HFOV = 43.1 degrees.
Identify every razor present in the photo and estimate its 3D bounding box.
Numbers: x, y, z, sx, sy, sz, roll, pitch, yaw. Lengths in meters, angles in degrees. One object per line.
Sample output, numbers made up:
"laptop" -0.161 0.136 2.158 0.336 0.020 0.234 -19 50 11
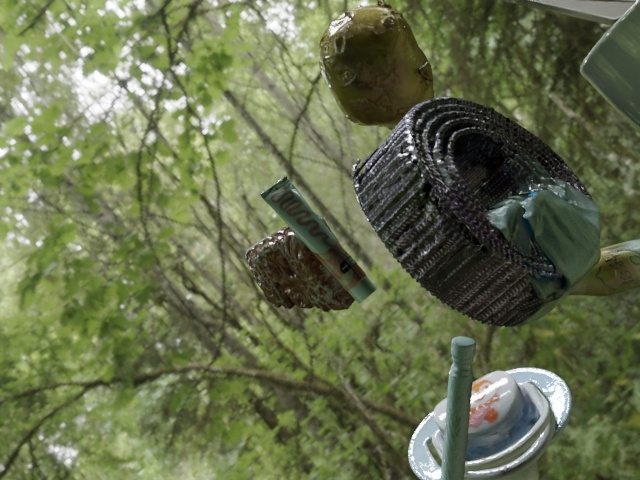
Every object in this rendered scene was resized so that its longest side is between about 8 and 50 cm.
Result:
"razor" 0.140 0.213 0.858 0.068 0.106 0.232 -8 -72 -28

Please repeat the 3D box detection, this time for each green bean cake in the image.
"green bean cake" -0.043 0.061 1.668 0.097 0.198 0.233 -35 9 -39

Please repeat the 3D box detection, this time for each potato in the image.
"potato" 0.115 -0.382 1.838 0.246 0.299 0.196 -26 3 26

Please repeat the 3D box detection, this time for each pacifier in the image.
"pacifier" 0.310 0.357 1.391 0.299 0.233 0.244 -30 28 2

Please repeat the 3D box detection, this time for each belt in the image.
"belt" 0.184 -0.038 0.895 0.325 0.260 0.122 -21 -24 -54

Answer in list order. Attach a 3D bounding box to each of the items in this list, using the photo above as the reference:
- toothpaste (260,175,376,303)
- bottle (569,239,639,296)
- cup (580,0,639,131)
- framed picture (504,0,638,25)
"toothpaste" 0.000 0.000 1.135 0.056 0.205 0.036 -40 -2 -37
"bottle" 0.462 0.056 1.362 0.270 0.083 0.083 -10 -27 -26
"cup" 0.432 -0.177 0.788 0.258 0.234 0.186 -44 -11 14
"framed picture" 0.582 -0.548 1.830 0.240 0.324 0.020 -27 -50 -36
